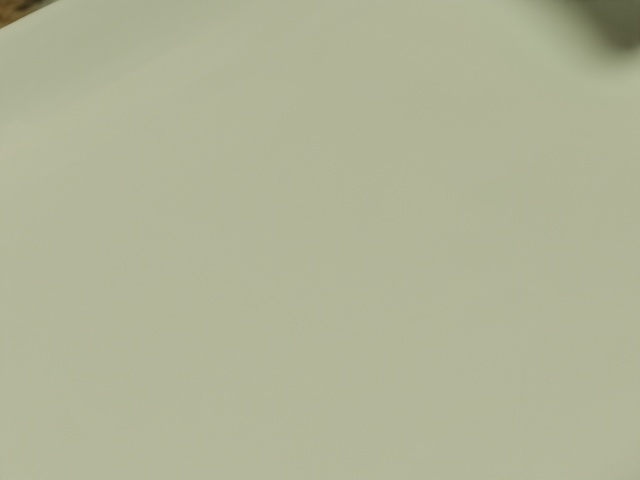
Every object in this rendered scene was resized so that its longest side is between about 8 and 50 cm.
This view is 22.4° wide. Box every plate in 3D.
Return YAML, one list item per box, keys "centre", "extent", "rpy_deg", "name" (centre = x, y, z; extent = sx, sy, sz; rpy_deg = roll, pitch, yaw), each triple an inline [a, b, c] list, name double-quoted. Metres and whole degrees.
- centre: [0.000, 0.000, 0.386]
  extent: [0.277, 0.045, 0.278]
  rpy_deg: [-32, 39, -23]
  name: "plate"
